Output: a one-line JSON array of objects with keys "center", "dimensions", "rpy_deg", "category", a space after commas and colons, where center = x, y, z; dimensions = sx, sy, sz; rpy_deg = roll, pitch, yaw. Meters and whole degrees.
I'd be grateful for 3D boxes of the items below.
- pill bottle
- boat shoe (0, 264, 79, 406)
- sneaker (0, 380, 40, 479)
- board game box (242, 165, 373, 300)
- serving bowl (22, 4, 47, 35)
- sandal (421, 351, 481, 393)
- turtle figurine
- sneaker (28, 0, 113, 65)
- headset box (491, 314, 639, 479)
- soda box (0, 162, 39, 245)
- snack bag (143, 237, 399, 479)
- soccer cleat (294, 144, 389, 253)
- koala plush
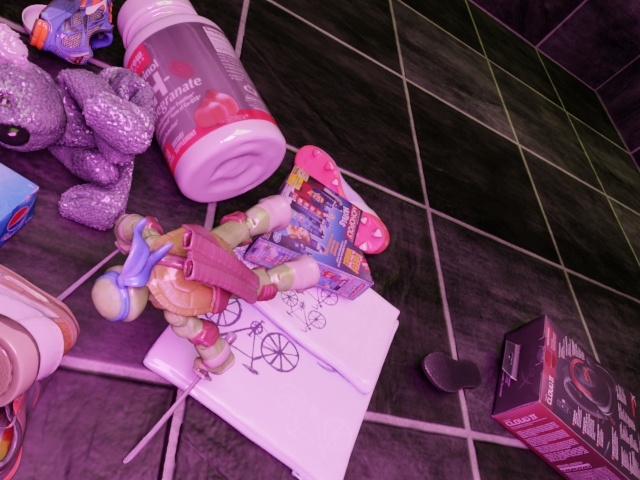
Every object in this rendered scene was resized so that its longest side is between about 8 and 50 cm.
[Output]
[{"center": [-0.199, -0.235, 0.750], "dimensions": [0.176, 0.176, 0.318], "rpy_deg": [-15, 69, -43], "category": "pill bottle"}, {"center": [-0.381, 0.053, 0.447], "dimensions": [0.302, 0.113, 0.103], "rpy_deg": [27, 14, 2], "category": "boat shoe"}, {"center": [-0.306, 0.153, 0.463], "dimensions": [0.061, 0.065, 0.157], "rpy_deg": [7, 56, -34], "category": "sneaker"}, {"center": [0.000, 0.000, 0.766], "dimensions": [0.194, 0.060, 0.194], "rpy_deg": [34, 42, -13], "category": "board game box"}, {"center": [-0.428, -0.335, 0.756], "dimensions": [0.083, 0.027, 0.083], "rpy_deg": [20, 50, -26], "category": "serving bowl"}, {"center": [0.225, 0.237, 0.833], "dimensions": [0.179, 0.040, 0.067], "rpy_deg": [21, 53, -43], "category": "sandal"}, {"center": [-0.152, 0.052, 0.566], "dimensions": [0.266, 0.274, 0.198], "rpy_deg": [-20, 50, -43], "category": "turtle figurine"}, {"center": [-0.365, -0.348, 0.750], "dimensions": [0.087, 0.083, 0.221], "rpy_deg": [37, 48, -28], "category": "sneaker"}, {"center": [0.461, 0.304, 0.905], "dimensions": [0.293, 0.110, 0.218], "rpy_deg": [40, 43, -6], "category": "headset box"}, {"center": [-0.439, -0.081, 0.533], "dimensions": [0.210, 0.067, 0.071], "rpy_deg": [34, 45, -12], "category": "soda box"}, {"center": [-0.043, 0.137, 0.698], "dimensions": [0.323, 0.037, 0.342], "rpy_deg": [40, 44, -7], "category": "snack bag"}, {"center": [0.039, -0.075, 0.900], "dimensions": [0.248, 0.083, 0.095], "rpy_deg": [51, 12, 13], "category": "soccer cleat"}, {"center": [-0.340, -0.156, 0.591], "dimensions": [0.221, 0.196, 0.203], "rpy_deg": [13, 41, -29], "category": "koala plush"}]
